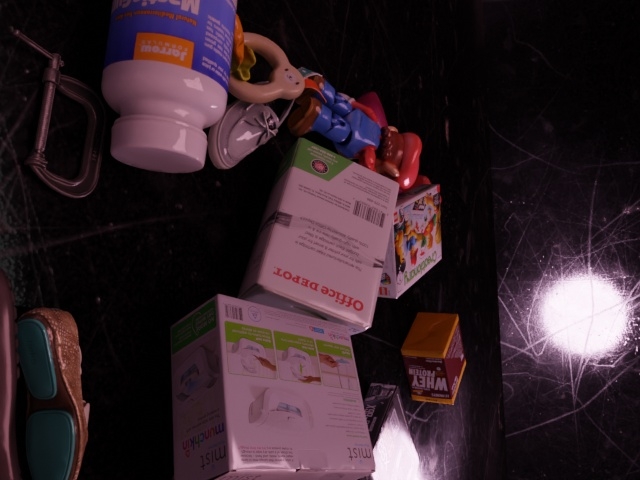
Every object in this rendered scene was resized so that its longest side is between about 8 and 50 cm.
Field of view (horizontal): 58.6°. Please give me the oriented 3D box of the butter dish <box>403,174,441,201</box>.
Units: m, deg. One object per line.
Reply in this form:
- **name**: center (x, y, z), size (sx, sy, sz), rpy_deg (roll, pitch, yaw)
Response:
- **butter dish**: center (0.289, -0.116, 1.645), size (0.160, 0.118, 0.160), rpy_deg (-62, 140, -42)

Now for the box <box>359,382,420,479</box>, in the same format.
- **box**: center (0.155, 0.550, 1.419), size (0.242, 0.077, 0.307), rpy_deg (-56, 137, -47)

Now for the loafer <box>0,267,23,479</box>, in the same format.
- **loafer**: center (-0.334, 0.203, 0.487), size (0.130, 0.134, 0.366), rpy_deg (-1, 80, -37)

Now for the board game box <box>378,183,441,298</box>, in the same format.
- **board game box**: center (0.204, -0.009, 1.300), size (0.305, 0.053, 0.193), rpy_deg (-28, 117, -56)

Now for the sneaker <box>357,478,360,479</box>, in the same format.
- **sneaker**: center (0.051, 0.513, 1.165), size (0.118, 0.083, 0.222), rpy_deg (-57, 157, 17)

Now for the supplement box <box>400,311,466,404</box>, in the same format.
- **supplement box**: center (0.348, 0.354, 1.732), size (0.191, 0.129, 0.194), rpy_deg (-50, 132, -51)

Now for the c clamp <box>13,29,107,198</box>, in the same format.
- **c clamp**: center (-0.299, -0.132, 0.647), size (0.137, 0.022, 0.160), rpy_deg (17, 73, -66)

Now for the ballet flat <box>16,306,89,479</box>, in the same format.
- **ballet flat**: center (-0.281, 0.171, 0.622), size (0.067, 0.073, 0.206), rpy_deg (-29, 119, -75)

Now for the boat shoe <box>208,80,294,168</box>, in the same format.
- **boat shoe**: center (-0.106, -0.200, 0.941), size (0.227, 0.081, 0.079), rpy_deg (-63, 141, -42)

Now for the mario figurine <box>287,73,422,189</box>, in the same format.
- **mario figurine**: center (0.065, -0.191, 1.176), size (0.320, 0.170, 0.198), rpy_deg (29, 88, -29)

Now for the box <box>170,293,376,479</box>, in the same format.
- **box**: center (-0.065, 0.224, 0.808), size (0.262, 0.127, 0.231), rpy_deg (20, 48, -42)

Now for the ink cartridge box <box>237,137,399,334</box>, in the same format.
- **ink cartridge box**: center (0.000, 0.000, 0.998), size (0.211, 0.121, 0.289), rpy_deg (24, 62, -17)

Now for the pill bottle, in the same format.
- **pill bottle**: center (-0.188, -0.230, 0.712), size (0.152, 0.152, 0.272), rpy_deg (21, 71, -60)

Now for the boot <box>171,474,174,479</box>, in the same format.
- **boot**: center (-0.157, 0.371, 0.864), size (0.248, 0.090, 0.207), rpy_deg (-54, 149, -53)

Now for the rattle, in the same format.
- **rattle**: center (-0.061, -0.289, 0.895), size (0.142, 0.200, 0.130), rpy_deg (121, -23, -47)

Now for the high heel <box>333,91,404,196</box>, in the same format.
- **high heel**: center (0.165, -0.169, 1.391), size (0.181, 0.127, 0.377), rpy_deg (-56, 134, -32)
